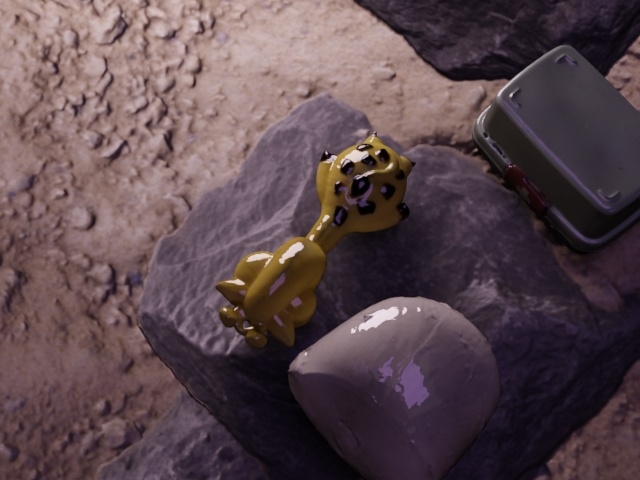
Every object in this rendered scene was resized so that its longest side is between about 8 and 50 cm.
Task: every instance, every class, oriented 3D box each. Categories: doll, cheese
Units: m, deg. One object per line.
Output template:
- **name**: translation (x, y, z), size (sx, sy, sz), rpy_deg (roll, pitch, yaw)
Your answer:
- **doll**: translation (0.000, 0.000, 1.757), size (0.117, 0.086, 0.291), rpy_deg (34, 68, 12)
- **cheese**: translation (0.088, 0.150, 1.675), size (0.189, 0.154, 0.198), rpy_deg (-39, 77, -23)

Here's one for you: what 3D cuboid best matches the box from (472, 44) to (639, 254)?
- **box**: translation (0.283, -0.102, 1.797), size (0.148, 0.129, 0.210), rpy_deg (-38, 76, -18)
